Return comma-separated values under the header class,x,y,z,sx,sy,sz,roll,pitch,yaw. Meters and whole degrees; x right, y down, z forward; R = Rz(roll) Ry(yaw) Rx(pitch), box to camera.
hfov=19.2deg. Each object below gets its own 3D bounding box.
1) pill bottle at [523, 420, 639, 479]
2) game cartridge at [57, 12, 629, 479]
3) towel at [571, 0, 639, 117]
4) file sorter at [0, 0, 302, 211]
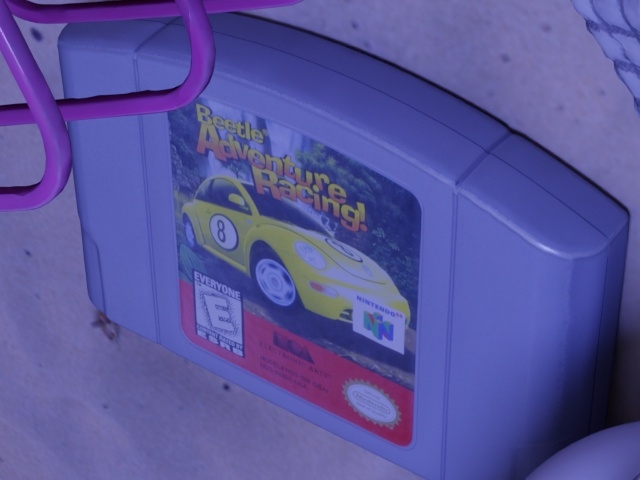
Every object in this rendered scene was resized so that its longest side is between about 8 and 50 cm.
class,x,y,z,sx,sy,sz,roll,pitch,yaw
pill bottle,0.125,0.185,0.767,0.181,0.181,0.323,40,154,9
game cartridge,0.000,0.000,0.880,0.294,0.060,0.196,23,132,27
towel,0.227,-0.007,0.547,0.235,0.121,0.283,55,170,-21
file sorter,-0.087,-0.155,0.642,0.202,0.291,0.182,0,125,43
